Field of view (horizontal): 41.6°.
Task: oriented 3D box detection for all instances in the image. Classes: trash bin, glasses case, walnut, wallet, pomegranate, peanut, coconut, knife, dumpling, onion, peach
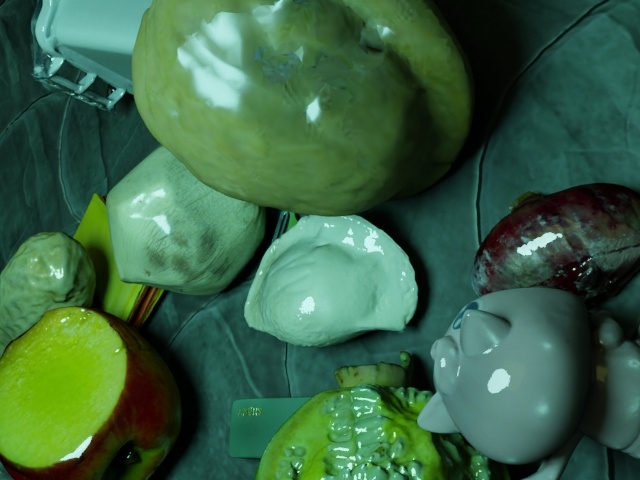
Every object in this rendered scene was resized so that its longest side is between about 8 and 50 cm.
[{"bbox_3d":[-0.227,-0.325,1.270,0.368,0.256,0.295,19,87,32],"label":"trash bin"},{"bbox_3d":[-0.035,0.238,1.065,0.184,0.039,0.077,-9,71,36],"label":"glasses case"},{"bbox_3d":[-0.021,-0.204,0.977,0.384,0.384,0.383,-12,69,35],"label":"walnut"},{"bbox_3d":[-0.324,0.039,1.341,0.241,0.067,0.141,42,108,42],"label":"wallet"},{"bbox_3d":[0.063,0.247,0.874,0.260,0.260,0.340,-34,27,25],"label":"pomegranate"},{"bbox_3d":[-0.433,0.100,1.303,0.313,0.152,0.152,-56,45,47],"label":"peanut"},{"bbox_3d":[-0.192,-0.019,1.165,0.224,0.224,0.224,-12,69,35],"label":"coconut"},{"bbox_3d":[-0.002,0.000,1.126,0.166,0.023,0.078,14,90,40],"label":"knife"},{"bbox_3d":[0.000,0.049,1.039,0.216,0.126,0.166,-11,76,52],"label":"dumpling"},{"bbox_3d":[0.240,0.000,0.889,0.206,0.098,0.151,-38,58,23],"label":"onion"},{"bbox_3d":[-0.333,0.231,1.171,0.274,0.249,0.245,50,147,30],"label":"peach"}]

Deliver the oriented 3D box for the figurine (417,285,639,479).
[{"bbox_3d":[0.235,0.130,0.785,0.186,0.288,0.176,-97,13,-65],"label":"figurine"}]
